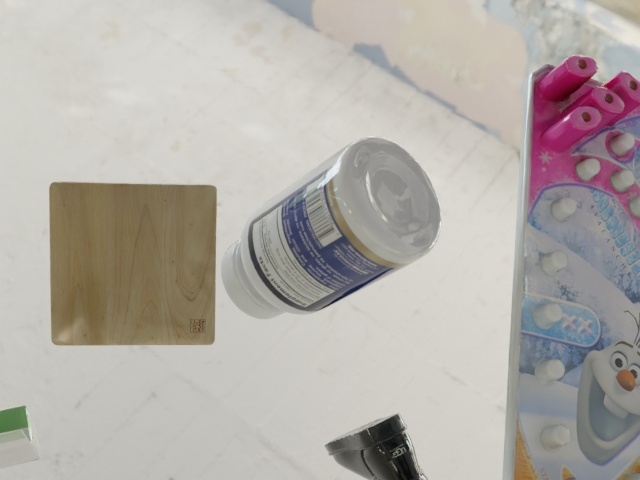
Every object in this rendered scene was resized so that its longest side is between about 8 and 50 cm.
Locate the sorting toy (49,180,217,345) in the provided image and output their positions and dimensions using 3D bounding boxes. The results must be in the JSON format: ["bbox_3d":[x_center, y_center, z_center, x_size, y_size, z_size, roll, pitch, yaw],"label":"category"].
[{"bbox_3d":[-0.297,0.033,1.419,0.255,0.257,0.089,1,-172,-7],"label":"sorting toy"}]

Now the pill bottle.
[{"bbox_3d":[0.000,0.000,0.655,0.094,0.169,0.094,21,-124,-33],"label":"pill bottle"}]

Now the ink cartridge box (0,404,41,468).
[{"bbox_3d":[-0.413,0.228,0.991,0.171,0.235,0.056,-10,-110,-17],"label":"ink cartridge box"}]

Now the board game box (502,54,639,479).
[{"bbox_3d":[0.317,0.086,0.624,0.390,0.050,0.390,14,-112,-15],"label":"board game box"}]

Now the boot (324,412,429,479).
[{"bbox_3d":[0.099,0.354,1.221,0.094,0.246,0.207,-21,-100,-18],"label":"boot"}]
